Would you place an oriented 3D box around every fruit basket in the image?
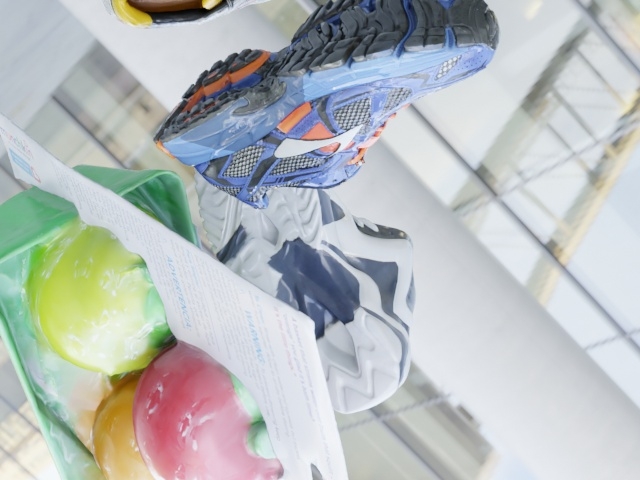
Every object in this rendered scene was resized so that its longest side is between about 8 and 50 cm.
[{"bbox_3d":[-0.085,0.096,0.754,0.353,0.327,0.165,23,-133,39],"label":"fruit basket"}]

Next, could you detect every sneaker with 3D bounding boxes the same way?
[{"bbox_3d":[0.000,0.000,0.828,0.094,0.235,0.153,-35,179,17],"label":"sneaker"},{"bbox_3d":[-0.064,-0.213,0.883,0.225,0.088,0.093,-20,-153,0],"label":"sneaker"},{"bbox_3d":[0.009,-0.078,0.623,0.221,0.087,0.083,-16,-142,41],"label":"sneaker"}]
